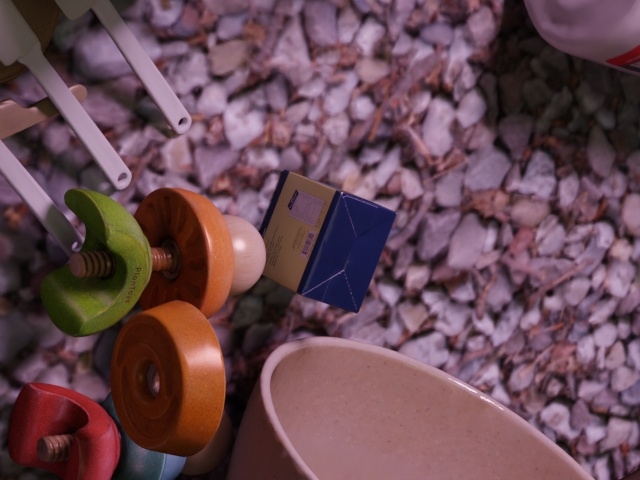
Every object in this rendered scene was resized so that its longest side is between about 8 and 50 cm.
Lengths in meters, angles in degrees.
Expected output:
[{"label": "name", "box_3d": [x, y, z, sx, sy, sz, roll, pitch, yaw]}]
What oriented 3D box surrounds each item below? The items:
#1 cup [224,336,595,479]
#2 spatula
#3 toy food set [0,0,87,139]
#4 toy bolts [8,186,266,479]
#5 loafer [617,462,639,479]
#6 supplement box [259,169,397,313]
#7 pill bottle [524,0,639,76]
[{"label": "cup", "box_3d": [0.050, 0.265, 1.265, 0.331, 0.331, 0.237, 15, 114, -35]}, {"label": "spatula", "box_3d": [-0.170, -0.100, 1.121, 0.168, 0.019, 0.242, -51, 143, -14]}, {"label": "toy food set", "box_3d": [-0.231, -0.162, 1.104, 0.132, 0.038, 0.192, -27, 115, -36]}, {"label": "toy bolts", "box_3d": [-0.097, 0.098, 1.180, 0.158, 0.218, 0.228, -1, 123, -39]}, {"label": "loafer", "box_3d": [0.277, 0.254, 1.522, 0.220, 0.080, 0.078, -46, 124, -13]}, {"label": "supplement box", "box_3d": [0.000, 0.000, 1.267, 0.056, 0.083, 0.083, 20, 93, -35]}, {"label": "pill bottle", "box_3d": [0.333, -0.202, 1.364, 0.319, 0.176, 0.176, 11, 98, -35]}]
